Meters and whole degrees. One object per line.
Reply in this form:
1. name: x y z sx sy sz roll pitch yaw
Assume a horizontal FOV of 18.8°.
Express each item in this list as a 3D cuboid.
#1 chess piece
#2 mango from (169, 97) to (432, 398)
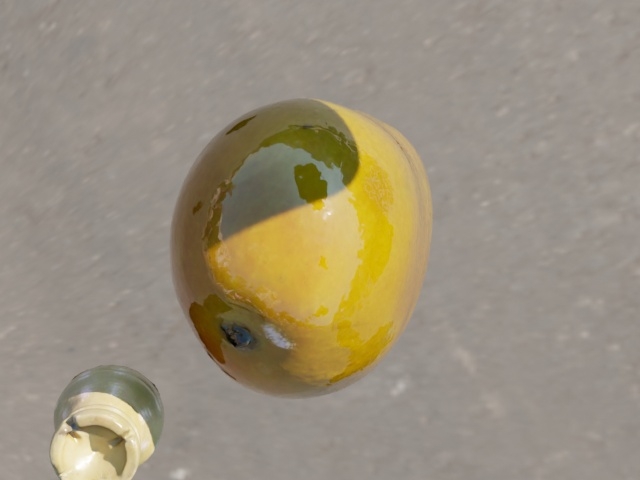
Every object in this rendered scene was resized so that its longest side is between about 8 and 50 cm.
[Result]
1. chess piece: -0.127 0.111 1.110 0.066 0.122 0.066 0 96 0
2. mango: -0.003 0.007 1.150 0.139 0.254 0.175 18 94 18
